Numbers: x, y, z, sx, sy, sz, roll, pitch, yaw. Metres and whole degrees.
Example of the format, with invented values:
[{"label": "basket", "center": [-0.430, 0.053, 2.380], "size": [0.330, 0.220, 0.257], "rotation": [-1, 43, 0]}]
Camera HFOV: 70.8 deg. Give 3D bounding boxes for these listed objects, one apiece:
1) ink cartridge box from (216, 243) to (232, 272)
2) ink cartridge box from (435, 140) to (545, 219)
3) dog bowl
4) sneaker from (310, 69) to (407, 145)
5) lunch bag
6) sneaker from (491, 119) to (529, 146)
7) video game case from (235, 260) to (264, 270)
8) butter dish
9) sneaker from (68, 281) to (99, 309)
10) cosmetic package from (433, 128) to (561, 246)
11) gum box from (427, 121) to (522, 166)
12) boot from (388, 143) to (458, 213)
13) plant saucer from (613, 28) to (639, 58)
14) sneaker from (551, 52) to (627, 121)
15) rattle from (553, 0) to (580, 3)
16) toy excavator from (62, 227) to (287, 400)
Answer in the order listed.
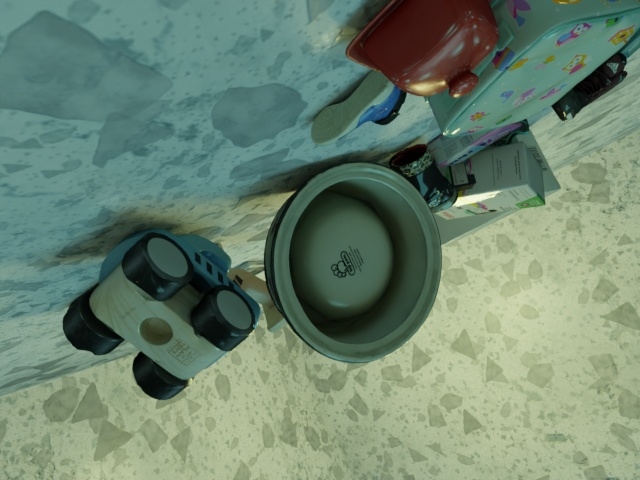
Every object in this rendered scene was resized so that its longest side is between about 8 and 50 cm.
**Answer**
[{"label": "ink cartridge box", "center": [-0.290, 0.074, 1.122], "size": [0.143, 0.092, 0.090], "rotation": [-19, 168, -34]}, {"label": "ink cartridge box", "center": [0.424, -0.147, 1.199], "size": [0.278, 0.117, 0.201], "rotation": [-8, 165, 37]}, {"label": "dog bowl", "center": [0.059, 0.042, 0.970], "size": [0.407, 0.408, 0.150], "rotation": [-19, -171, -27]}, {"label": "sneaker", "center": [0.061, -0.187, 0.676], "size": [0.152, 0.058, 0.084], "rotation": [-37, 156, 29]}, {"label": "lunch bag", "center": [0.289, -0.266, 0.651], "size": [0.223, 0.108, 0.279], "rotation": [-15, 166, -20]}, {"label": "sneaker", "center": [0.438, -0.257, 1.119], "size": [0.065, 0.076, 0.166], "rotation": [-11, 164, -48]}, {"label": "video game case", "center": [-0.283, 0.122, 1.575], "size": [0.201, 0.023, 0.183], "rotation": [-28, 169, 18]}, {"label": "butter dish", "center": [0.138, -0.217, 0.513], "size": [0.160, 0.118, 0.159], "rotation": [-35, 164, 35]}, {"label": "sneaker", "center": [-0.446, 0.155, 1.076], "size": [0.295, 0.124, 0.178], "rotation": [-21, 168, 32]}, {"label": "cosmetic package", "center": [0.497, -0.153, 1.401], "size": [0.156, 0.217, 0.385], "rotation": [-13, 166, -46]}, {"label": "gum box", "center": [0.349, -0.240, 1.041], "size": [0.107, 0.062, 0.188], "rotation": [-12, 164, -47]}, {"label": "boot", "center": [0.188, -0.121, 1.077], "size": [0.236, 0.085, 0.179], "rotation": [-21, 133, 23]}, {"label": "plant saucer", "center": [0.673, -0.430, 0.935], "size": [0.067, 0.018, 0.192], "rotation": [-23, 171, -5]}, {"label": "sneaker", "center": [0.566, -0.342, 0.959], "size": [0.162, 0.106, 0.281], "rotation": [-36, 175, 31]}, {"label": "rattle", "center": [0.160, -0.270, 0.278], "size": [0.130, 0.143, 0.200], "rotation": [-4, 174, -5]}, {"label": "toy excavator", "center": [-0.220, 0.116, 0.956], "size": [0.222, 0.433, 0.445], "rotation": [-41, -162, 18]}]
